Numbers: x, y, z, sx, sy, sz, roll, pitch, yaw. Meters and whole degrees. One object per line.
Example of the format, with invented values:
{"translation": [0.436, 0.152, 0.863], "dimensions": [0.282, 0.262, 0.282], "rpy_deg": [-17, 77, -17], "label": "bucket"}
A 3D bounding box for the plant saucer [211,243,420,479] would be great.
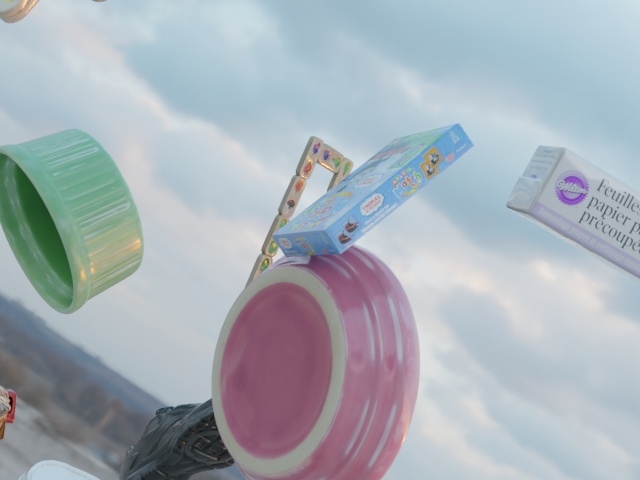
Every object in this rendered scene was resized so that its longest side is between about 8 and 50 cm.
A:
{"translation": [-0.025, 0.159, 1.417], "dimensions": [0.084, 0.332, 0.332], "rpy_deg": [13, 4, -40], "label": "plant saucer"}

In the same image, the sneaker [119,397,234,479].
{"translation": [-0.185, 0.270, 1.648], "dimensions": [0.109, 0.286, 0.130], "rpy_deg": [41, 22, -33], "label": "sneaker"}

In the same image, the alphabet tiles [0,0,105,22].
{"translation": [-0.228, -0.330, 1.069], "dimensions": [0.278, 0.284, 0.021], "rpy_deg": [35, -7, 32], "label": "alphabet tiles"}

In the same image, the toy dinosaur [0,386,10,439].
{"translation": [-0.378, 0.195, 0.840], "dimensions": [0.164, 0.322, 0.218], "rpy_deg": [38, -3, 21], "label": "toy dinosaur"}

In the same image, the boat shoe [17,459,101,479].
{"translation": [-0.180, 0.287, 1.156], "dimensions": [0.277, 0.098, 0.096], "rpy_deg": [31, -56, 15], "label": "boat shoe"}

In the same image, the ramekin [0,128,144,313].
{"translation": [-0.427, -0.041, 2.007], "dimensions": [0.303, 0.148, 0.303], "rpy_deg": [39, -37, 37], "label": "ramekin"}

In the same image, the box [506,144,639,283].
{"translation": [0.312, 0.024, 1.002], "dimensions": [0.324, 0.063, 0.067], "rpy_deg": [29, 0, -12], "label": "box"}

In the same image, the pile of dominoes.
{"translation": [0.000, 0.000, 1.666], "dimensions": [0.040, 0.251, 0.196], "rpy_deg": [23, -1, 34], "label": "pile of dominoes"}

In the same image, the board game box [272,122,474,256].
{"translation": [0.059, -0.057, 1.387], "dimensions": [0.039, 0.211, 0.160], "rpy_deg": [55, -21, -13], "label": "board game box"}

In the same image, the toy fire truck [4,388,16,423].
{"translation": [-0.485, 0.297, 1.672], "dimensions": [0.047, 0.192, 0.135], "rpy_deg": [10, -2, -32], "label": "toy fire truck"}
